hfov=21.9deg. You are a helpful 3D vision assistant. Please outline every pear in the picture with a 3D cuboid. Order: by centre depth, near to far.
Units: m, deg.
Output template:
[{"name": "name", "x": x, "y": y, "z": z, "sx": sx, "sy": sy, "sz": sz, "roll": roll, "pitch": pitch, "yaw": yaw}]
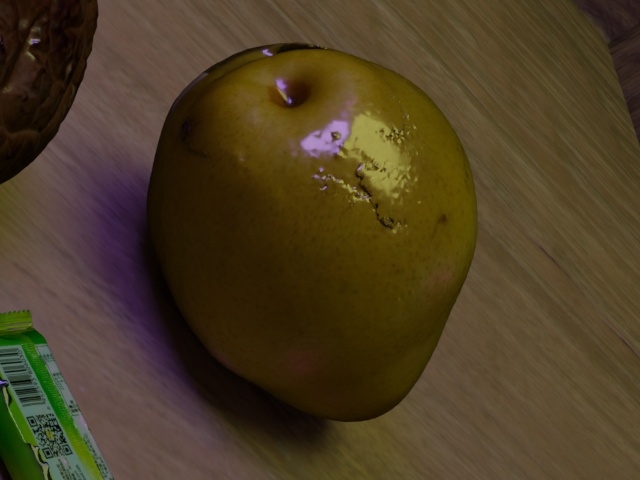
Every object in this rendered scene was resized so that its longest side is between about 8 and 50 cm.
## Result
[{"name": "pear", "x": -0.010, "y": 0.003, "z": 1.363, "sx": 0.285, "sy": 0.285, "sz": 0.336, "roll": -90, "pitch": -174, "yaw": -63}]

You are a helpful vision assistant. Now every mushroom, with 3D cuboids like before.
[{"name": "mushroom", "x": -0.245, "y": -0.144, "z": 1.093, "sx": 0.253, "sy": 0.153, "sz": 0.253, "roll": -36, "pitch": 133, "yaw": -51}]

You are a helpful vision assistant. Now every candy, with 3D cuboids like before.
[{"name": "candy", "x": -0.183, "y": 0.125, "z": 1.087, "sx": 0.178, "sy": 0.032, "sz": 0.102, "roll": 60, "pitch": 18, "yaw": 12}]
